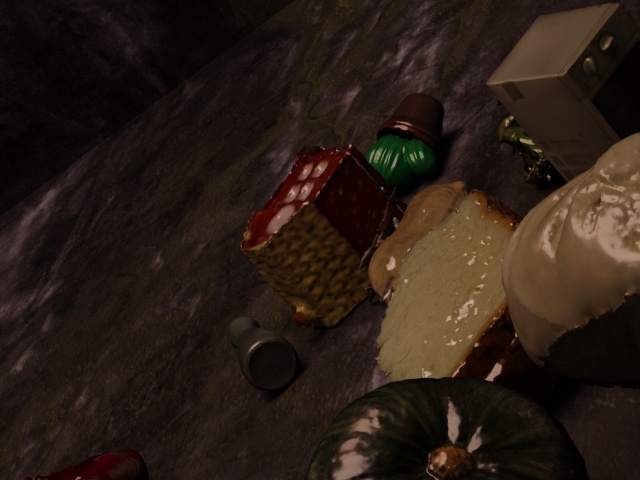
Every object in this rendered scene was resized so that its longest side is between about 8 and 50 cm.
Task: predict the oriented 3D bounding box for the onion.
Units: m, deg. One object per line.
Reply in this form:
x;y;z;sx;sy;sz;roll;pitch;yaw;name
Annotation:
-0.363;0.428;2.078;0.272;0.195;0.272;-30;-13;-7;onion

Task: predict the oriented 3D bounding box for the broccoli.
0.318;-0.147;2.007;0.130;0.120;0.131;145;133;-76;broccoli

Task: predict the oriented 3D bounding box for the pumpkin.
0.126;0.278;1.391;0.300;0.207;0.300;3;44;-3;pumpkin

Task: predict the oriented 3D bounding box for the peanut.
0.149;0.011;2.017;0.123;0.123;0.257;-22;25;42;peanut

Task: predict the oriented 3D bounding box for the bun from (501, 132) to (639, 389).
0.356;0.008;1.368;0.360;0.360;0.211;-23;61;40;bun

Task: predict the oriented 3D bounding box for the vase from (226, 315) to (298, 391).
-0.100;0.170;2.197;0.086;0.086;0.214;-45;18;-4;vase

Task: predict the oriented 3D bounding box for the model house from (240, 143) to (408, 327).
0.000;0.000;2.176;0.160;0.196;0.254;-8;41;52;model house

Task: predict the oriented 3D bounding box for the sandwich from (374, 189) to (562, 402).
0.195;0.092;1.721;0.262;0.131;0.325;-55;23;5;sandwich

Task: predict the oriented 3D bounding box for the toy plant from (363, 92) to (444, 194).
0.145;-0.147;2.331;0.143;0.105;0.200;6;69;44;toy plant

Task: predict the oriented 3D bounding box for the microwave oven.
0.364;-0.171;1.808;0.145;0.240;0.194;-50;23;-15;microwave oven

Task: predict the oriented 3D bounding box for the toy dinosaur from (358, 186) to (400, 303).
0.093;0.006;2.066;0.032;0.220;0.108;24;37;22;toy dinosaur
